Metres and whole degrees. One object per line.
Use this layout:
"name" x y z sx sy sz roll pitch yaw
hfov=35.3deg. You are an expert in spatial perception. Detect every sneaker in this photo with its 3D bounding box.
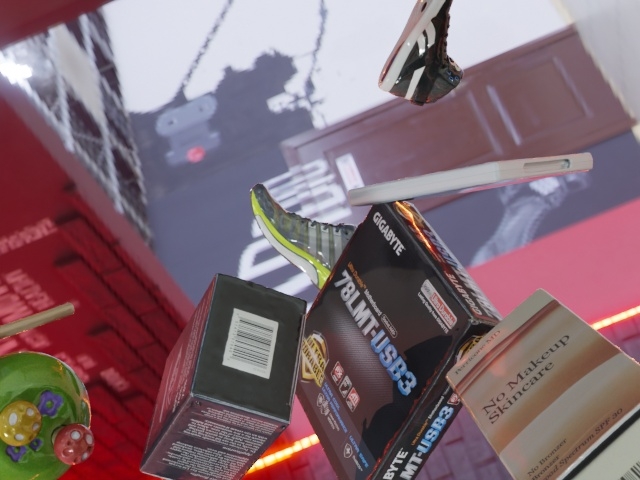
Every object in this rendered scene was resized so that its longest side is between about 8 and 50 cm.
"sneaker" 0.000 0.000 1.759 0.300 0.121 0.111 43 -174 -5
"sneaker" 0.193 -0.316 1.622 0.121 0.217 0.079 21 -147 -16

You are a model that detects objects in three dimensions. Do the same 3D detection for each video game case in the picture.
"video game case" 0.172 -0.069 1.160 0.193 0.212 0.023 -9 -90 -45

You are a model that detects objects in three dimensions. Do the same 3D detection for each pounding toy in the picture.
"pounding toy" -0.357 0.209 1.258 0.110 0.183 0.237 4 101 51

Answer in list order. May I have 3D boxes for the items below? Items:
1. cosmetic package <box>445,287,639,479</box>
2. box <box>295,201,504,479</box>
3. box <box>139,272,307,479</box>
"cosmetic package" 0.241 0.170 0.944 0.129 0.153 0.296 45 -177 -13
"box" 0.080 0.135 1.277 0.073 0.293 0.295 15 -154 -30
"box" -0.106 0.160 1.092 0.207 0.108 0.153 125 159 -50
